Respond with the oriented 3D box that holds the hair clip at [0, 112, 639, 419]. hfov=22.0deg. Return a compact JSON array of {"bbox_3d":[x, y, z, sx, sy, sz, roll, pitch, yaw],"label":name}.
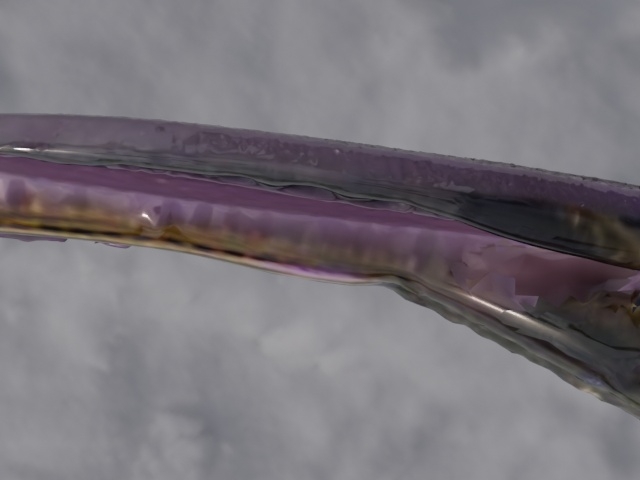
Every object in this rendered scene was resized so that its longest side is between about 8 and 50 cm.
[{"bbox_3d":[0.000,-0.001,0.517,0.359,0.110,0.095,13,113,3],"label":"hair clip"}]
